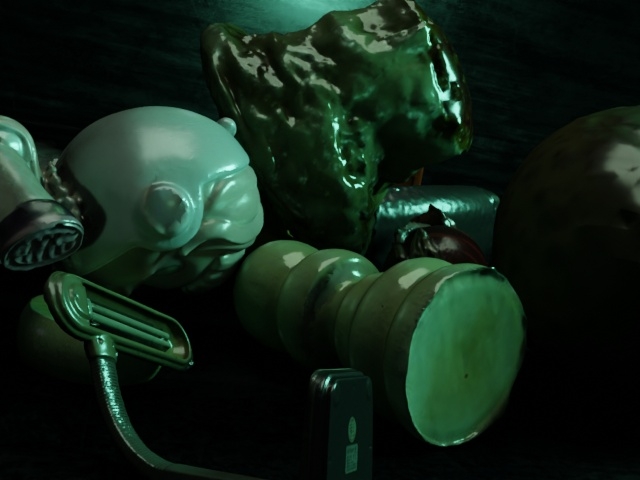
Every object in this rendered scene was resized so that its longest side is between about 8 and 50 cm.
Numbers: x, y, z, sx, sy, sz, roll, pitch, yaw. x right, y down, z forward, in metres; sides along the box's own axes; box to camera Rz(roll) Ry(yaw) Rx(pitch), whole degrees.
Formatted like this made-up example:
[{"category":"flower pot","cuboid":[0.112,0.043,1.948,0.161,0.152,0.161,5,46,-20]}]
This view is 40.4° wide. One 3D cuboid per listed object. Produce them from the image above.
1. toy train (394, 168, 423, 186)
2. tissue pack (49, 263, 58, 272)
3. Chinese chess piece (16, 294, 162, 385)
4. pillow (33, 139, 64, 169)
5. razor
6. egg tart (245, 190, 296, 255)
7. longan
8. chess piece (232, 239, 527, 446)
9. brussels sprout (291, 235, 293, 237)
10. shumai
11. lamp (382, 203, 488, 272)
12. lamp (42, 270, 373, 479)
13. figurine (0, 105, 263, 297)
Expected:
[{"category":"toy train","cuboid":[0.073,-0.091,1.696,0.369,0.232,0.163,12,9,4]},{"category":"tissue pack","cuboid":[-0.338,-0.026,1.198,0.051,0.112,0.156,11,11,-16]},{"category":"Chinese chess piece","cuboid":[-0.220,0.095,0.845,0.144,0.058,0.144,12,8,-2]},{"category":"pillow","cuboid":[-0.409,-0.050,1.072,0.250,0.106,0.186,-36,31,-23]},{"category":"razor","cuboid":[0.182,-0.004,1.484,0.327,0.189,0.107,-1,16,-40]},{"category":"egg tart","cuboid":[-0.173,-0.064,1.394,0.341,0.129,0.341,22,-1,0]},{"category":"longan","cuboid":[0.407,0.016,1.083,0.391,0.391,0.391,12,10,-2]},{"category":"chess piece","cuboid":[0.035,0.083,0.932,0.182,0.182,0.330,3,9,-42]},{"category":"brussels sprout","cuboid":[0.002,-0.002,1.535,0.139,0.100,0.181,23,2,-20]},{"category":"shumai","cuboid":[0.038,-0.183,1.213,0.323,0.397,0.324,-30,-4,6]},{"category":"lamp","cuboid":[0.185,0.052,1.262,0.151,0.215,0.223,-20,20,43]},{"category":"lamp","cuboid":[-0.076,0.131,0.705,0.283,0.124,0.203,17,-1,24]},{"category":"figurine","cuboid":[-0.223,-0.046,0.931,0.361,0.211,0.253,3,8,-43]}]
